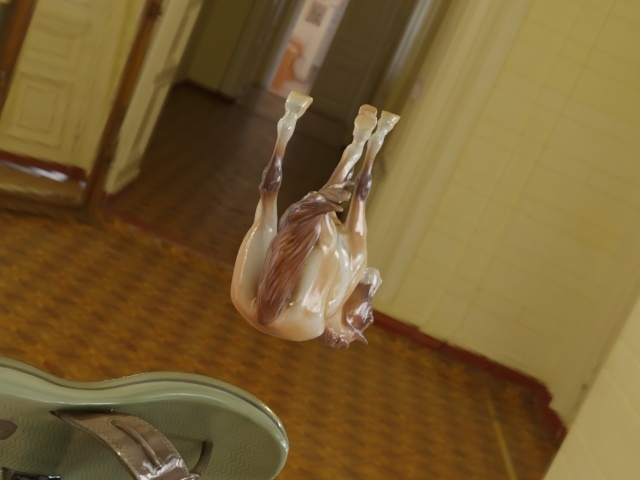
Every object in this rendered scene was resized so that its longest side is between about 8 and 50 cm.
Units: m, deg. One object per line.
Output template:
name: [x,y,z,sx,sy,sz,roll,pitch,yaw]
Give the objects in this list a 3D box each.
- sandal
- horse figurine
sandal: [-0.159,0.150,0.701,0.302,0.120,0.086,12,33,-32]
horse figurine: [0.000,0.000,0.644,0.066,0.175,0.263,19,9,11]
